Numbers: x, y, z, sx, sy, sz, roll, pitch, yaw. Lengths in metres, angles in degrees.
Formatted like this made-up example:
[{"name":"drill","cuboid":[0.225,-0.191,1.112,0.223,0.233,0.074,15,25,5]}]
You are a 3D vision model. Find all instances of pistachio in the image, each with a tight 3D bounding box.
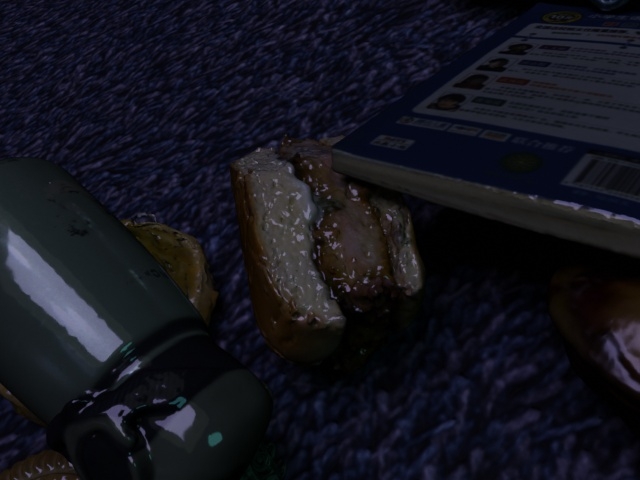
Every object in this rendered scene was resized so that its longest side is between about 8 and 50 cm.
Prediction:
[{"name":"pistachio","cuboid":[0.254,0.087,0.533,0.210,0.130,0.165,42,33,26]}]

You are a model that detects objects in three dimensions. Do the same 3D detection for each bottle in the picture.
[{"name":"bottle","cuboid":[-0.183,0.083,0.617,0.347,0.168,0.168,40,73,22]}]

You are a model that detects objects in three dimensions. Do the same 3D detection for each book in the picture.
[{"name":"book","cuboid":[0.251,-0.135,0.693,0.300,0.039,0.428,19,42,35]}]

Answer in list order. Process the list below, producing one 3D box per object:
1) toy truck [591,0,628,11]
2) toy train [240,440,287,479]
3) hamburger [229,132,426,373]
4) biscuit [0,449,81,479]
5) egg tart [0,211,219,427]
[{"name":"toy truck","cuboid":[0.300,-0.388,0.864,0.133,0.184,0.338,-30,41,-33]},{"name":"toy train","cuboid":[-0.066,0.192,0.654,0.053,0.033,0.083,-37,46,-2]},{"name":"hamburger","cuboid":[0.000,0.000,0.706,0.156,0.245,0.282,-5,1,-11]},{"name":"biscuit","cuboid":[-0.221,0.295,0.602,0.259,0.079,0.259,-12,46,13]},{"name":"egg tart","cuboid":[-0.246,0.061,0.801,0.291,0.107,0.290,-12,48,14]}]
